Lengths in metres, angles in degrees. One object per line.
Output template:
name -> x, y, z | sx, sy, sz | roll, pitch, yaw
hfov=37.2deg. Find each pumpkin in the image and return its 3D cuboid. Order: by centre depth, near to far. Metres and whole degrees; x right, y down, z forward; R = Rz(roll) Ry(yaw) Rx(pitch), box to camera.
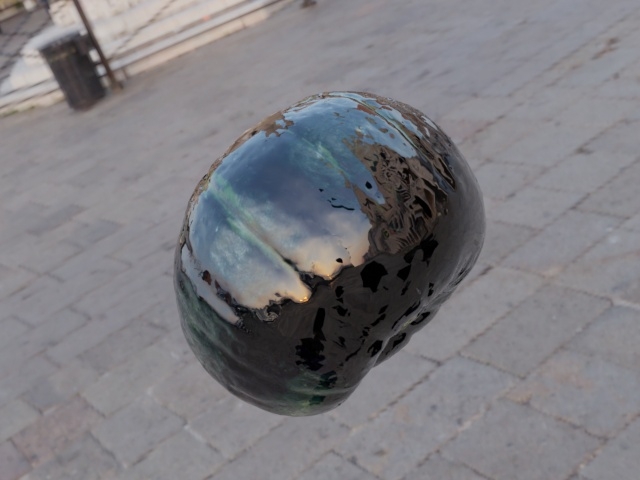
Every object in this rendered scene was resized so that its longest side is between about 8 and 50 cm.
pumpkin -> 0.000, 0.000, 0.842 | 0.315, 0.238, 0.315 | -46, -16, -17
